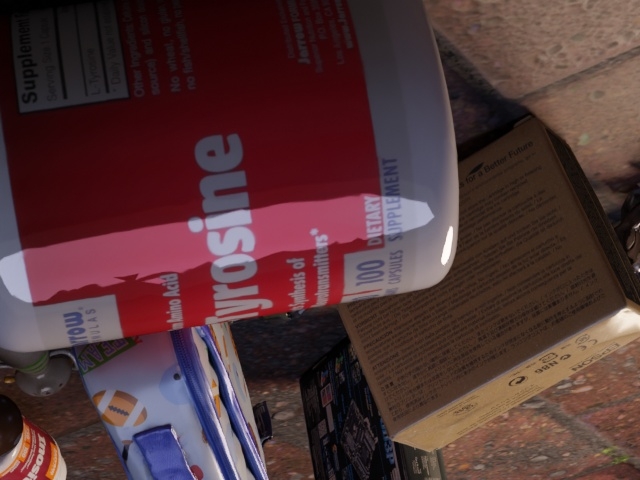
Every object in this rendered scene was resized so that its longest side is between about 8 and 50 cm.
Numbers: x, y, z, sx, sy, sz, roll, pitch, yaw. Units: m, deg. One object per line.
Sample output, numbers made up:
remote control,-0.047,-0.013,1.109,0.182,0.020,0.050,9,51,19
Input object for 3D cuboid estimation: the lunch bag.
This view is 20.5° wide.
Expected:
lunch bag,-0.112,0.126,1.400,0.115,0.243,0.303,-18,131,0

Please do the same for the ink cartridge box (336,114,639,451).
ink cartridge box,0.136,0.040,1.499,0.235,0.193,0.088,-31,152,20

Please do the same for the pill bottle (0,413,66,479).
pill bottle,-0.322,0.224,1.838,0.086,0.086,0.152,-16,155,9

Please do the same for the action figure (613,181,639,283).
action figure,0.311,0.037,1.668,0.164,0.141,0.276,19,144,-28

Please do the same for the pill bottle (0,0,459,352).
pill bottle,-0.126,-0.050,1.195,0.408,0.229,0.229,-9,154,-5

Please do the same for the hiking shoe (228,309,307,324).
hiking shoe,-0.104,0.021,1.541,0.227,0.086,0.114,-14,124,36

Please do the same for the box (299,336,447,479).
box,0.053,0.206,1.806,0.051,0.220,0.175,7,148,-29

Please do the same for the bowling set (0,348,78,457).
bowling set,-0.294,0.105,1.475,0.287,0.200,0.154,-12,157,1
